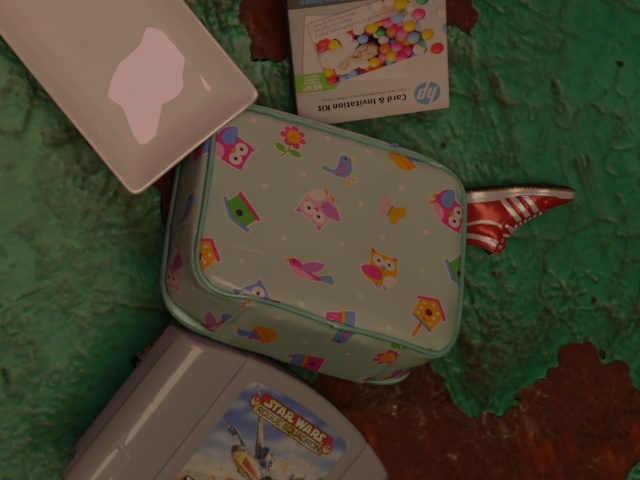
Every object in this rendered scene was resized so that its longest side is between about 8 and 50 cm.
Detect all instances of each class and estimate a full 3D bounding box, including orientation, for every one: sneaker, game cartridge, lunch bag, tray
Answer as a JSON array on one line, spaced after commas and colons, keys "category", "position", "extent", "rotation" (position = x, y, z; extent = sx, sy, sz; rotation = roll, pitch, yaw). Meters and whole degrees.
[{"category": "sneaker", "position": [0.191, -0.021, 1.857], "extent": [0.118, 0.042, 0.067], "rotation": [-4, 96, -10]}, {"category": "game cartridge", "position": [-0.074, 0.208, 1.760], "extent": [0.198, 0.062, 0.297], "rotation": [-50, 127, 3]}, {"category": "lunch bag", "position": [0.000, 0.000, 1.729], "extent": [0.279, 0.108, 0.224], "rotation": [17, 58, -22]}, {"category": "tray", "position": [-0.192, -0.185, 1.673], "extent": [0.145, 0.030, 0.270], "rotation": [-39, 88, -6]}]

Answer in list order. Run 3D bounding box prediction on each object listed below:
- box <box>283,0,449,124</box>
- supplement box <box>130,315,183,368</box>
[{"category": "box", "position": [0.041, -0.196, 1.728], "extent": [0.145, 0.038, 0.186], "rotation": [-8, 129, -4]}, {"category": "supplement box", "position": [-0.116, 0.117, 1.774], "extent": [0.083, 0.056, 0.083], "rotation": [-46, 110, -5]}]
